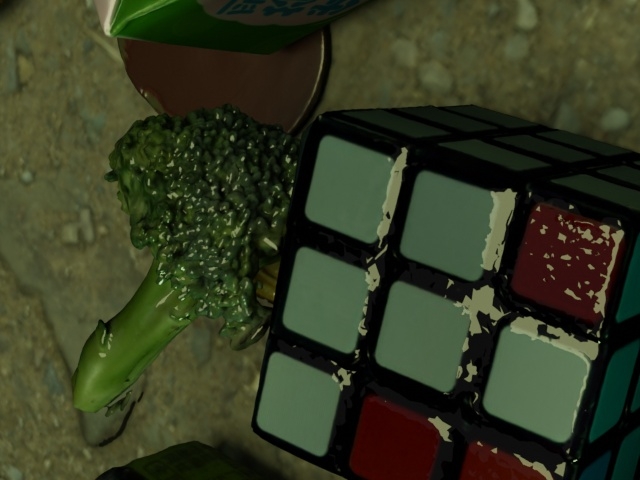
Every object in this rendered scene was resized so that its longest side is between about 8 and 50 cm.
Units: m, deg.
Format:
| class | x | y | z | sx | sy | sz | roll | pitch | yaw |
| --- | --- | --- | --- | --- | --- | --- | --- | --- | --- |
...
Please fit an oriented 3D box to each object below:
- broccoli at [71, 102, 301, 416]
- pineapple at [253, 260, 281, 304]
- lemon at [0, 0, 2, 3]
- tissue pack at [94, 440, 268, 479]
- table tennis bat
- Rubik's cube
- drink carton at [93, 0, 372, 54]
| class | x | y | z | sx | sy | sz | roll | pitch | yaw |
| --- | --- | --- | --- | --- | --- | --- | --- | --- | --- |
| broccoli | -0.077 | 0.021 | 0.648 | 0.122 | 0.118 | 0.204 | 41 | 120 | 7 |
| pineapple | 0.000 | 0.000 | 0.693 | 0.137 | 0.069 | 0.116 | -31 | 79 | 30 |
| lemon | -0.235 | -0.175 | 0.820 | 0.062 | 0.062 | 0.083 | 46 | 122 | 19 |
| tissue pack | 0.016 | 0.326 | 0.695 | 0.394 | 0.124 | 0.288 | 27 | 111 | 27 |
| table tennis bat | -0.089 | -0.147 | 0.758 | 0.234 | 0.022 | 0.131 | 45 | 117 | 18 |
| Rubik's cube | 0.082 | 0.031 | 0.590 | 0.163 | 0.161 | 0.162 | 21 | 108 | 29 |
| drink carton | 0.026 | -0.191 | 0.594 | 0.271 | 0.161 | 0.108 | -22 | 83 | 27 |
